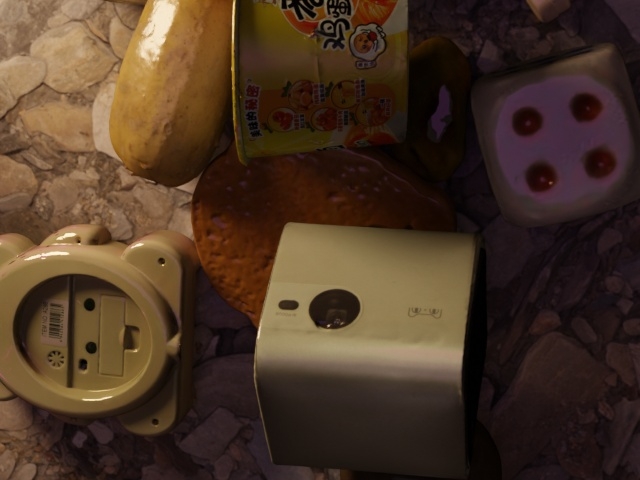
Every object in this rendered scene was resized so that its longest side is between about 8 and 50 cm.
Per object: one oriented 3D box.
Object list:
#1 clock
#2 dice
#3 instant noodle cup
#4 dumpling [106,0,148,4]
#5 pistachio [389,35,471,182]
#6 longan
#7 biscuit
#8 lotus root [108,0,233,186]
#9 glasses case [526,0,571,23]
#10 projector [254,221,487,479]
[{"bbox_3d":[-0.322,0.117,1.867,0.309,0.114,0.284,6,105,10],"label":"clock"},{"bbox_3d":[0.296,-0.130,1.671,0.193,0.194,0.192,-15,101,13],"label":"dice"},{"bbox_3d":[0.004,-0.215,1.610,0.200,0.264,0.264,2,103,2],"label":"instant noodle cup"},{"bbox_3d":[-0.272,-0.390,1.758,0.176,0.092,0.150,30,91,10],"label":"dumpling"},{"bbox_3d":[0.135,-0.165,1.735,0.110,0.100,0.189,6,104,8],"label":"pistachio"},{"bbox_3d":[0.132,0.312,1.799,0.212,0.198,0.198,-4,103,-11],"label":"longan"},{"bbox_3d":[0.000,0.000,1.794,0.351,0.057,0.312,10,118,8],"label":"biscuit"},{"bbox_3d":[-0.169,-0.231,1.732,0.151,0.169,0.343,20,104,-2],"label":"lotus root"},{"bbox_3d":[0.243,-0.361,1.683,0.050,0.083,0.196,-32,97,15],"label":"glasses case"},{"bbox_3d":[0.070,0.133,1.653,0.249,0.249,0.248,3,137,10],"label":"projector"}]
